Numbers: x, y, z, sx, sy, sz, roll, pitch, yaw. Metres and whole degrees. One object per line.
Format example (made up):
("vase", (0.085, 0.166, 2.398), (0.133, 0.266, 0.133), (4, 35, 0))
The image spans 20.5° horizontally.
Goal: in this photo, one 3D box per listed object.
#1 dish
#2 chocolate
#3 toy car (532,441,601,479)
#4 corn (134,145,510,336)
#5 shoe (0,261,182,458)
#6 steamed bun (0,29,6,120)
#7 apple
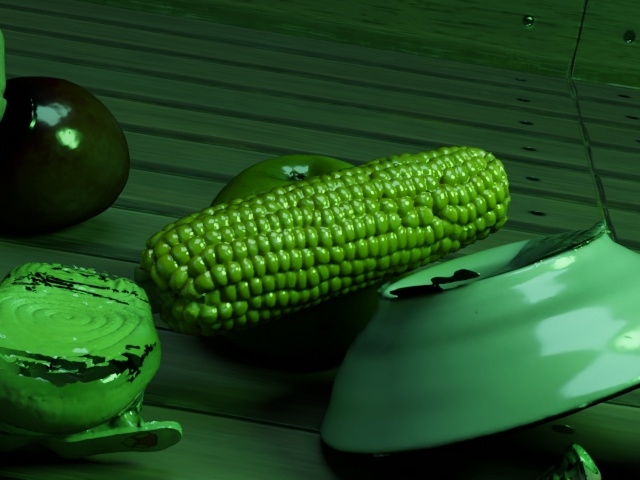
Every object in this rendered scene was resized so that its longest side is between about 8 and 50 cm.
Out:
("dish", (0.135, 0.057, 1.287), (0.316, 0.106, 0.316), (-17, 4, 1))
("chocolate", (-0.263, -0.076, 1.695), (0.176, 0.177, 0.177), (8, 16, -2))
("toy car", (0.160, 0.186, 1.161), (0.055, 0.069, 0.142), (47, 13, -10))
("corn", (0.000, 0.000, 1.337), (0.310, 0.101, 0.101), (-16, 23, -14))
("shoe", (-0.166, 0.087, 1.202), (0.140, 0.128, 0.262), (-3, 15, -3))
("steamed bun", (-0.384, -0.054, 1.266), (0.255, 0.367, 0.342), (45, -6, 27))
("apple", (-0.016, 0.014, 1.482), (0.196, 0.157, 0.196), (0, 19, 0))
